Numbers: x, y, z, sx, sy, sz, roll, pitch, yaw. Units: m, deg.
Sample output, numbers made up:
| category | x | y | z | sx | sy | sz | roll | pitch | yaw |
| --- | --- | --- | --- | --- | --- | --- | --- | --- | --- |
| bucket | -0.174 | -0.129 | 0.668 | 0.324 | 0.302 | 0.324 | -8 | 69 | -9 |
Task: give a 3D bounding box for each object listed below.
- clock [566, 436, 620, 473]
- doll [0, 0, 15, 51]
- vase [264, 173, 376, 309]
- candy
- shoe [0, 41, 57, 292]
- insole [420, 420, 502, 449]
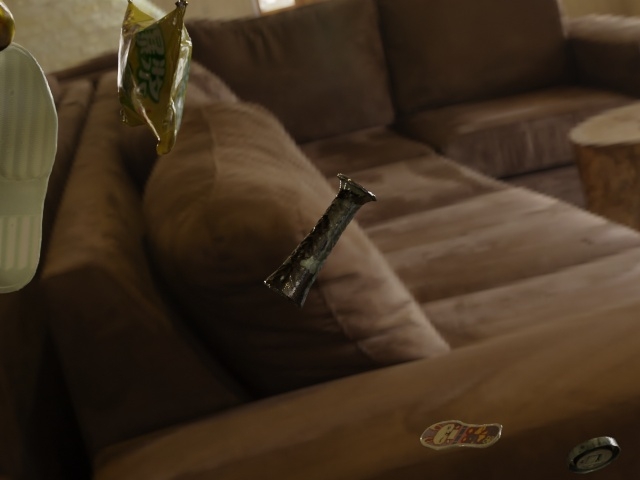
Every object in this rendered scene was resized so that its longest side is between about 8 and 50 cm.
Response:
| category | x | y | z | sx | sy | sz | roll | pitch | yaw |
| --- | --- | --- | --- | --- | --- | --- | --- | --- | --- |
| clock | 0.417 | 0.329 | 1.781 | 0.085 | 0.085 | 0.017 | -15 | 52 | -3 |
| doll | -0.558 | -0.239 | 1.353 | 0.318 | 0.339 | 0.209 | -37 | 19 | 37 |
| vase | 0.000 | 0.000 | 1.416 | 0.167 | 0.059 | 0.059 | -55 | 20 | -3 |
| candy | -0.210 | -0.214 | 1.447 | 0.081 | 0.187 | 0.297 | 1 | 15 | -19 |
| shoe | -0.464 | -0.117 | 1.647 | 0.131 | 0.363 | 0.160 | -8 | 27 | -33 |
| insole | 0.229 | 0.322 | 1.923 | 0.065 | 0.004 | 0.197 | -49 | 20 | -28 |
